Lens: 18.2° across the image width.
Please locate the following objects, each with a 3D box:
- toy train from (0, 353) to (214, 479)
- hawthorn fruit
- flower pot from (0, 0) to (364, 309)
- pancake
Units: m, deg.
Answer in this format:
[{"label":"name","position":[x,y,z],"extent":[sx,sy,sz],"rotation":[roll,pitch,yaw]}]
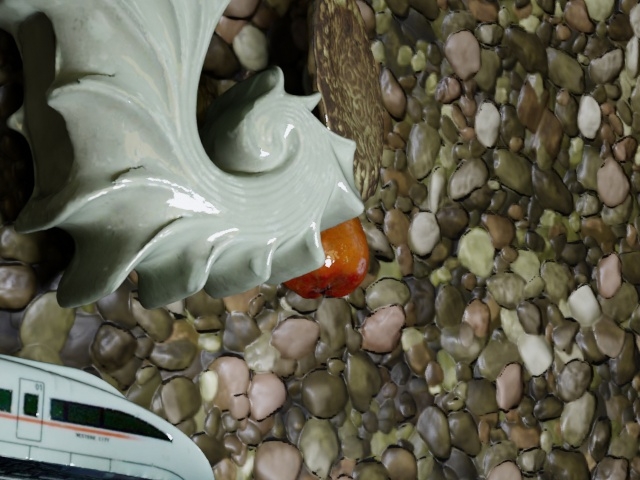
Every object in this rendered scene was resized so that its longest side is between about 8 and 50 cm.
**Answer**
[{"label":"toy train","position":[-0.248,0.125,1.457],"extent":[0.407,0.086,0.088],"rotation":[15,67,-36]},{"label":"hawthorn fruit","position":[0.000,0.000,1.673],"extent":[0.081,0.081,0.093],"rotation":[14,65,-36]},{"label":"flower pot","position":[-0.121,-0.135,1.536],"extent":[0.254,0.164,0.367],"rotation":[-9,86,-27]},{"label":"pancake","position":[0.022,-0.129,1.685],"extent":[0.199,0.021,0.199],"rotation":[-9,90,-73]}]
